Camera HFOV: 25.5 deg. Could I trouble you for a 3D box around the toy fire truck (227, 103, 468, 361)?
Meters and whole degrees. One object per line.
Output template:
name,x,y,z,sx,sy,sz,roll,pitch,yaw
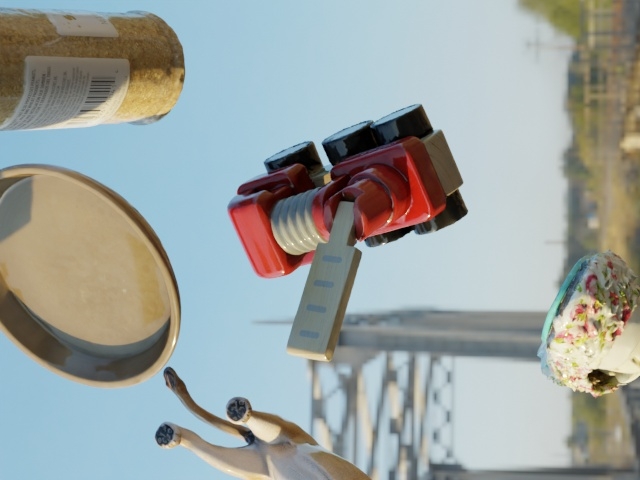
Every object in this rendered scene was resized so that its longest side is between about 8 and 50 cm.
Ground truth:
toy fire truck,0.000,0.000,1.335,0.246,0.217,0.158,-35,-74,-50

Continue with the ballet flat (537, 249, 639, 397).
ballet flat,0.199,0.062,0.985,0.091,0.077,0.241,-60,-12,-5

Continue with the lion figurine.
lion figurine,-0.007,0.284,1.631,0.142,0.392,0.240,-53,-35,9

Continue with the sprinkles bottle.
sprinkles bottle,-0.282,-0.160,1.320,0.355,0.121,0.121,-10,-80,-55

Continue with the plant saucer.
plant saucer,-0.264,0.036,1.522,0.041,0.278,0.277,-48,-41,-50
